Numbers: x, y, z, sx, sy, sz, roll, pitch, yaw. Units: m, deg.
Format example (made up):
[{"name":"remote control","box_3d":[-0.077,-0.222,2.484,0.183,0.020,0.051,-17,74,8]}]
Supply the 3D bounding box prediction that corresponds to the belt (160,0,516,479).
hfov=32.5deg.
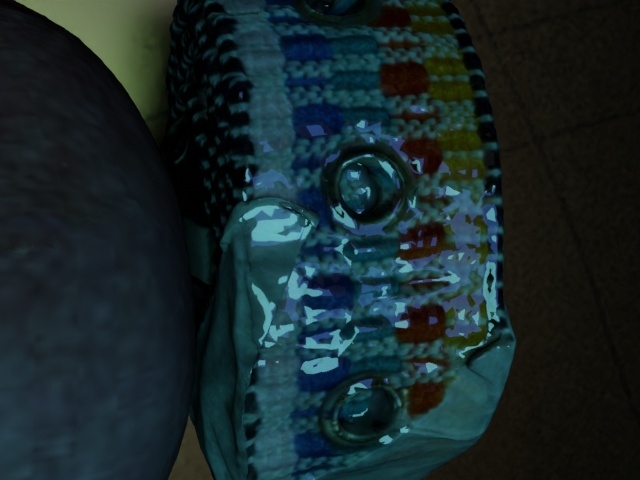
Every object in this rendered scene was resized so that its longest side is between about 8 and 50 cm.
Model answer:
[{"name":"belt","box_3d":[0.000,0.000,0.531,0.150,0.207,0.257,-4,90,-15]}]

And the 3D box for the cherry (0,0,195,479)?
[{"name":"cherry","box_3d":[-0.167,0.030,0.461,0.221,0.261,0.307,20,64,-38]}]
